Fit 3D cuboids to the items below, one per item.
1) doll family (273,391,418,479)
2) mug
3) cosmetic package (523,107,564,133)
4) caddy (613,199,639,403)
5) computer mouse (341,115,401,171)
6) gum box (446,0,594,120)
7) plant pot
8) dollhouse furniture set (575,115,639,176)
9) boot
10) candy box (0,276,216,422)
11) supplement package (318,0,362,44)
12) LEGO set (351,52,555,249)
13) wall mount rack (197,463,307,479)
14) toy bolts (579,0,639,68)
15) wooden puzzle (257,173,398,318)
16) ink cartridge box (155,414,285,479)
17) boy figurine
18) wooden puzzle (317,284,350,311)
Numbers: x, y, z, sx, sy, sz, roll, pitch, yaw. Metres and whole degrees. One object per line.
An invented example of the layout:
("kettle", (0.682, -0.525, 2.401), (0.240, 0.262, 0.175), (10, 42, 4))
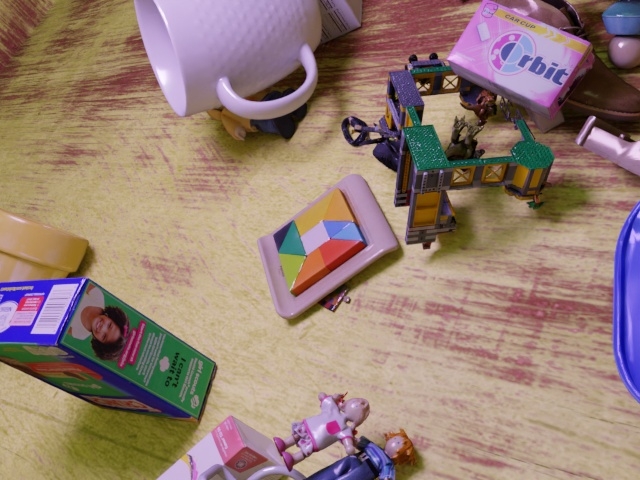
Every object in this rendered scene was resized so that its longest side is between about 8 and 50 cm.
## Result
("doll family", (0.061, 0.312, 0.833), (0.163, 0.118, 0.263), (-24, 36, -14))
("mug", (-0.155, -0.397, 1.332), (0.328, 0.276, 0.374), (-23, 65, -19))
("cosmetic package", (0.354, -0.238, 1.087), (0.041, 0.060, 0.115), (-30, 47, 13))
("caddy", (0.459, 0.076, 0.692), (0.241, 0.179, 0.342), (-26, 41, 51))
("computer mouse", (0.108, -0.193, 1.244), (0.071, 0.041, 0.242), (-48, 43, -3))
("gum box", (0.300, -0.268, 0.979), (0.188, 0.062, 0.107), (35, 96, 25))
("plant pot", (-0.695, 0.066, 1.497), (0.254, 0.254, 0.239), (15, 84, 42))
("dollhouse furniture set", (0.484, -0.192, 0.855), (0.161, 0.212, 0.242), (45, 116, 45))
("boot", (0.381, -0.292, 1.017), (0.112, 0.115, 0.305), (-23, 55, -39))
("candy box", (-0.379, 0.189, 1.102), (0.268, 0.317, 0.122), (-5, 57, 34))
("supplement package", (-0.023, -0.580, 1.557), (0.203, 0.149, 0.194), (-17, 49, 26))
("LEGO set", (0.213, -0.133, 1.065), (0.254, 0.192, 0.331), (-13, 50, -11))
("wall mount rack", (-0.114, 0.476, 0.835), (0.350, 0.130, 0.304), (-45, 82, 2))
("toy bolts", (0.472, -0.372, 1.091), (0.218, 0.159, 0.228), (-12, 23, -26))
("wooden puzzle", (0.000, 0.000, 1.165), (0.238, 0.044, 0.221), (-33, 41, 10))
("ink cartridge box", (-0.162, 0.360, 0.958), (0.198, 0.115, 0.067), (-41, 42, 1))
("boy figurine", (-0.160, -0.308, 1.491), (0.285, 0.092, 0.177), (20, 73, 40))
("wooden puzzle", (0.018, 0.092, 1.114), (0.083, 0.006, 0.049), (25, 74, 45))
